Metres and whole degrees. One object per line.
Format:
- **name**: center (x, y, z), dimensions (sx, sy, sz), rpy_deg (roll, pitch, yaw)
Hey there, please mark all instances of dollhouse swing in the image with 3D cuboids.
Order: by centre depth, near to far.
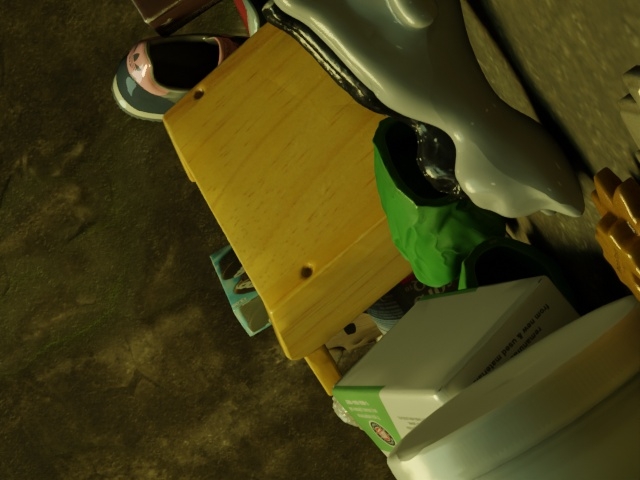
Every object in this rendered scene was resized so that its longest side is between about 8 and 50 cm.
- **dollhouse swing**: center (0.009, -0.033, 1.496), dimensions (0.305, 0.315, 0.347), rpy_deg (38, -165, -51)

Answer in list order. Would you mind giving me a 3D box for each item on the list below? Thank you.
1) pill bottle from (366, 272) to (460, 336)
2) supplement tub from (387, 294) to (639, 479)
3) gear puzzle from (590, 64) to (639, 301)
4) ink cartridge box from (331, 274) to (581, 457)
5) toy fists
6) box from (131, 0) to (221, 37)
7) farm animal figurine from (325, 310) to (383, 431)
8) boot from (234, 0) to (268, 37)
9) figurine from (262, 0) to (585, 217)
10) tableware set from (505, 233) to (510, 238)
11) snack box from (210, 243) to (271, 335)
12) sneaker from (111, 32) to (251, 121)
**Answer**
- **pill bottle**: center (0.129, 0.053, 1.647), dimensions (0.278, 0.162, 0.162), rpy_deg (56, -179, -26)
- **supplement tub**: center (0.178, 0.187, 0.641), dimensions (0.272, 0.191, 0.191), rpy_deg (56, -179, 4)
- **gear puzzle**: center (0.154, 0.022, 0.429), dimensions (0.175, 0.044, 0.339), rpy_deg (56, -179, -12)
- **ink cartridge box**: center (0.165, 0.171, 0.857), dimensions (0.278, 0.117, 0.201), rpy_deg (49, 161, -8)
- **toy fists**: center (0.133, 0.017, 1.024), dimensions (0.279, 0.096, 0.142), rpy_deg (57, 166, 29)
- **box**: center (-0.230, -0.468, 1.497), dimensions (0.381, 0.191, 0.143), rpy_deg (58, -179, 2)
- **farm animal figurine**: center (0.090, 0.085, 1.847), dimensions (0.330, 0.327, 0.172), rpy_deg (50, 161, 28)
- **boot**: center (-0.096, -0.366, 1.725), dimensions (0.176, 0.088, 0.244), rpy_deg (58, 174, 43)
- **figurine**: center (0.068, -0.095, 0.730), dimensions (0.209, 0.092, 0.215), rpy_deg (49, -179, -9)
- **tableware set**: center (0.159, 0.003, 1.202), dimensions (0.128, 0.039, 0.194), rpy_deg (56, -179, -46)
- **snack box**: center (0.000, 0.000, 1.795), dimensions (0.060, 0.322, 0.187), rpy_deg (60, 179, -30)
- **sneaker**: center (-0.104, -0.219, 1.557), dimensions (0.131, 0.319, 0.112), rpy_deg (139, 120, -66)
